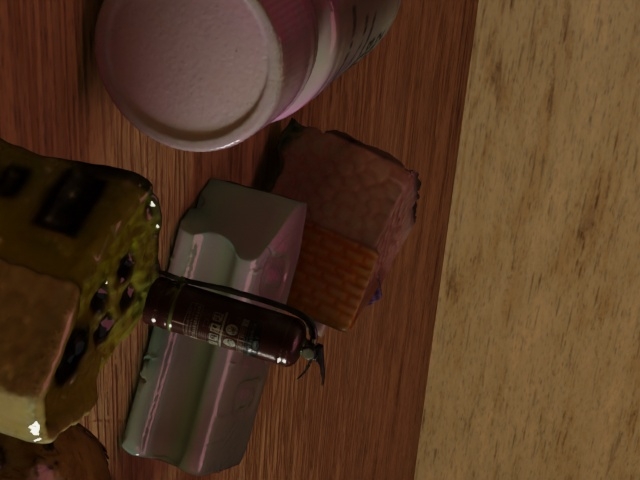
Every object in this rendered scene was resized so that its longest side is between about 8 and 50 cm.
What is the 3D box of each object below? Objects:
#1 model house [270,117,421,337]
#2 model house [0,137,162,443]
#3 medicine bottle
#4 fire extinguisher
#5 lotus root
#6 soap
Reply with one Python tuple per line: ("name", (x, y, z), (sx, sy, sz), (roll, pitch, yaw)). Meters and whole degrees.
("model house", (0.000, 0.000, 2.388), (0.237, 0.202, 0.237), (87, 28, -73))
("model house", (-0.258, 0.057, 1.393), (0.174, 0.193, 0.234), (92, 19, -53))
("medicine bottle", (-0.064, -0.236, 1.783), (0.388, 0.219, 0.219), (-50, 152, -63))
("fire extinguisher", (-0.066, 0.070, 1.438), (0.043, 0.158, 0.064), (-57, 161, -66))
("lotus root", (-0.273, 0.239, 1.644), (0.160, 0.146, 0.284), (-53, 157, -5))
("soap", (-0.124, 0.103, 2.147), (0.208, 0.115, 0.346), (8, 97, -77))
